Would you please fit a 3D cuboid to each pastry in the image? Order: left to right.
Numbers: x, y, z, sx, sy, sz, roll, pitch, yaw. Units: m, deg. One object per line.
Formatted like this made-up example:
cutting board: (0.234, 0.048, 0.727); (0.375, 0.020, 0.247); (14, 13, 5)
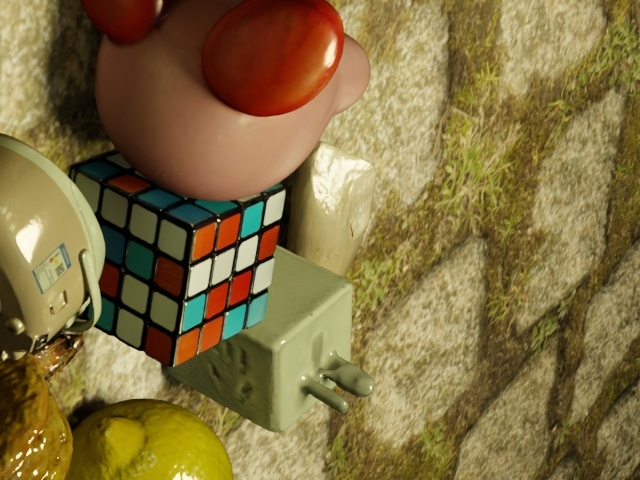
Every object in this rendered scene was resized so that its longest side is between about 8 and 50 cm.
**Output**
pastry: (-0.307, 0.179, 1.460); (0.188, 0.189, 0.103); (-49, 140, -27)

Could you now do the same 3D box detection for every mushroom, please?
mushroom: (0.003, -0.007, 1.938); (0.108, 0.096, 0.247); (-66, 172, -64)

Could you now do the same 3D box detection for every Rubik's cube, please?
Rubik's cube: (-0.144, 0.005, 1.628); (0.151, 0.154, 0.155); (-27, 135, -50)

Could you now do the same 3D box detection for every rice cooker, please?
rice cooker: (-0.265, 0.006, 1.426); (0.127, 0.145, 0.206); (-51, 143, -41)

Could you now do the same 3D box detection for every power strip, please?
power strip: (-0.045, 0.106, 1.805); (0.139, 0.224, 0.140); (-38, 142, -40)

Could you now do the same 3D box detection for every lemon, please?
lemon: (-0.177, 0.262, 1.752); (0.184, 0.184, 0.248); (-54, 149, -19)

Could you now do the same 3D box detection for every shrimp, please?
shrimp: (-0.292, 0.163, 1.633); (0.178, 0.034, 0.124); (-37, 144, -39)

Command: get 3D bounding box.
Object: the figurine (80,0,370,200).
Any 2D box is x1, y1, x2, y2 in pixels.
figurine: (-0.103, -0.145, 1.507); (0.211, 0.270, 0.261); (-58, 163, 3)
